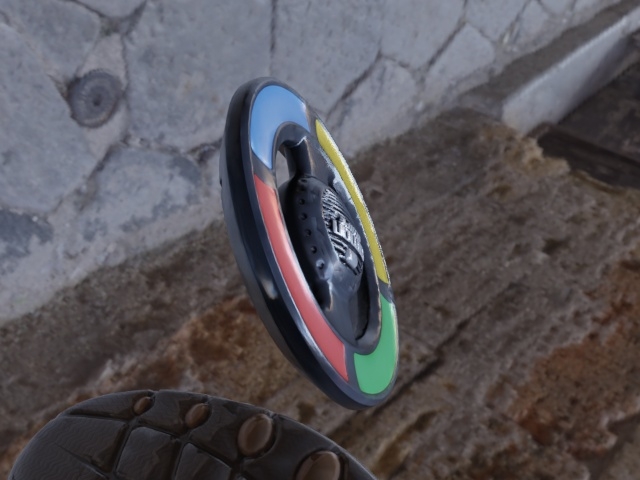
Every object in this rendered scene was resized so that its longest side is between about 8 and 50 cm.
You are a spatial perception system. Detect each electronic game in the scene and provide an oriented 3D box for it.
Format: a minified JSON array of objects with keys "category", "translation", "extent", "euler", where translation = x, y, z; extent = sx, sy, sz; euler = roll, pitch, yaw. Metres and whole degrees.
[{"category":"electronic game","translation":[0.000,0.000,0.616],"extent":[0.229,0.048,0.229],"euler":[55,23,-39]}]

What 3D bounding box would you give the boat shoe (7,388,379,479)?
[{"category":"boat shoe","translation":[0.011,0.188,0.393],"extent":[0.132,0.355,0.130],"euler":[-41,148,-47]}]
